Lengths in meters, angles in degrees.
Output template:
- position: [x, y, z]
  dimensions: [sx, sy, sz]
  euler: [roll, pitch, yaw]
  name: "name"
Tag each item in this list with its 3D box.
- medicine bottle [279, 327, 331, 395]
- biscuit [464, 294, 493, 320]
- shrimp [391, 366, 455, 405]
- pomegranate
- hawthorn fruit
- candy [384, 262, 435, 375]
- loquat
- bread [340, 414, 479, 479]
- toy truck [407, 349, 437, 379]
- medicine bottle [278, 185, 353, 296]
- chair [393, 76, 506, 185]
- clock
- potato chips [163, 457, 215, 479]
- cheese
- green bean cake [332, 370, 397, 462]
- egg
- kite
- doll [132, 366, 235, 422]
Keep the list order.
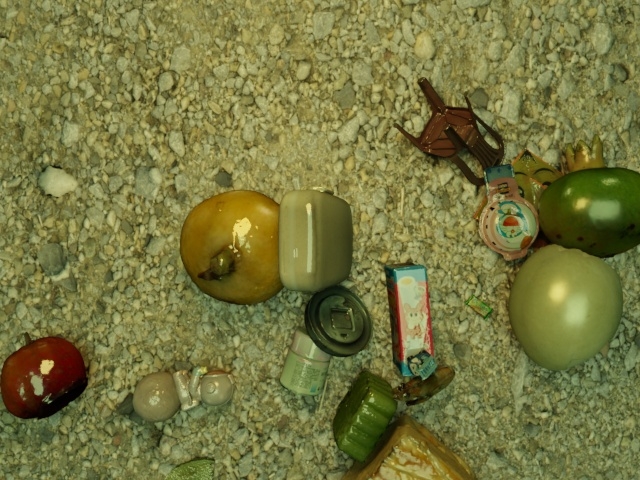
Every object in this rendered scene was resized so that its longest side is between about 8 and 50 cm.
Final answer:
- position: [-0.039, 0.357, 1.280]
  dimensions: [0.135, 0.135, 0.169]
  euler: [15, 91, -1]
  name: "medicine bottle"
- position: [0.493, 0.207, 1.340]
  dimensions: [0.089, 0.016, 0.046]
  euler: [38, 90, -1]
  name: "biscuit"
- position: [0.279, 0.439, 1.242]
  dimensions: [0.058, 0.296, 0.169]
  euler: [50, 126, 37]
  name: "shrimp"
- position: [0.800, -0.127, 1.223]
  dimensions: [0.309, 0.216, 0.359]
  euler: [-3, 85, -10]
  name: "pomegranate"
- position: [-0.804, 0.380, 1.241]
  dimensions: [0.215, 0.215, 0.250]
  euler: [-24, 92, 0]
  name: "hawthorn fruit"
- position: [0.258, 0.222, 1.269]
  dimensions: [0.100, 0.157, 0.306]
  euler: [-4, 91, 0]
  name: "candy"
- position: [-0.225, 0.023, 1.171]
  dimensions: [0.328, 0.359, 0.329]
  euler: [1, 101, 6]
  name: "loquat"
- position: [0.261, 0.750, 1.214]
  dimensions: [0.390, 0.279, 0.371]
  euler: [39, 87, 2]
  name: "bread"
- position: [0.272, 0.335, 1.146]
  dimensions: [0.073, 0.090, 0.056]
  euler: [-27, 90, 0]
  name: "toy truck"
- position: [0.000, 0.000, 1.155]
  dimensions: [0.122, 0.375, 0.283]
  euler: [-1, 90, 18]
  name: "medicine bottle"
- position: [0.400, -0.313, 1.288]
  dimensions: [0.326, 0.183, 0.176]
  euler: [31, 89, -45]
  name: "chair"
- position: [0.053, 0.235, 1.260]
  dimensions: [0.214, 0.042, 0.215]
  euler: [16, 51, -21]
  name: "clock"
- position: [-0.410, 0.754, 1.335]
  dimensions: [0.142, 0.026, 0.209]
  euler: [34, 88, 2]
  name: "potato chips"
- position: [0.557, -0.084, 1.294]
  dimensions: [0.188, 0.074, 0.286]
  euler: [-11, 91, -3]
  name: "cheese"
- position: [0.124, 0.501, 1.249]
  dimensions: [0.113, 0.200, 0.214]
  euler: [32, 89, -1]
  name: "green bean cake"
- position: [0.673, 0.193, 1.211]
  dimensions: [0.278, 0.278, 0.336]
  euler: [20, 90, -1]
  name: "egg"
- position: [0.655, -0.126, 1.340]
  dimensions: [0.377, 0.013, 0.328]
  euler: [-6, 91, -1]
  name: "kite"
- position: [-0.394, 0.449, 1.276]
  dimensions: [0.287, 0.151, 0.151]
  euler: [-8, 91, -3]
  name: "doll"
